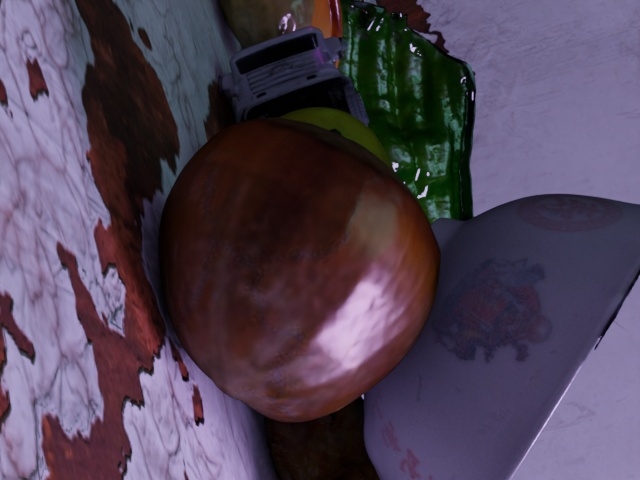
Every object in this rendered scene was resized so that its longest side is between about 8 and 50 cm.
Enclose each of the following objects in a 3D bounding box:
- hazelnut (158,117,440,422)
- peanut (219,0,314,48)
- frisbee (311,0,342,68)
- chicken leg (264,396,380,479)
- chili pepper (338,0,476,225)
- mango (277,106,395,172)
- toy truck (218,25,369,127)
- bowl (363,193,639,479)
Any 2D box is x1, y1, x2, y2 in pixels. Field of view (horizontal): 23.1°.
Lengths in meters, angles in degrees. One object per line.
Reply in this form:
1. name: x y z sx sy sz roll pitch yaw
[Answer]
1. hazelnut: -0.018 0.020 1.070 0.214 0.176 0.214 14 68 -38
2. peanut: -0.068 -0.293 1.562 0.103 0.098 0.229 -15 -90 61
3. frisbee: -0.032 -0.222 1.704 0.192 0.035 0.192 -23 117 -58
4. chicken leg: 0.001 0.188 1.222 0.177 0.083 0.322 16 60 -73
5. chili pepper: 0.086 -0.120 1.986 0.167 0.213 0.385 -11 -89 57
6. mango: -0.002 -0.009 1.305 0.273 0.149 0.185 67 12 -80
7. toy truck: -0.005 -0.086 1.517 0.268 0.124 0.155 68 3 -46
8. bowl: 0.123 0.081 1.218 0.345 0.157 0.345 -57 170 -16
